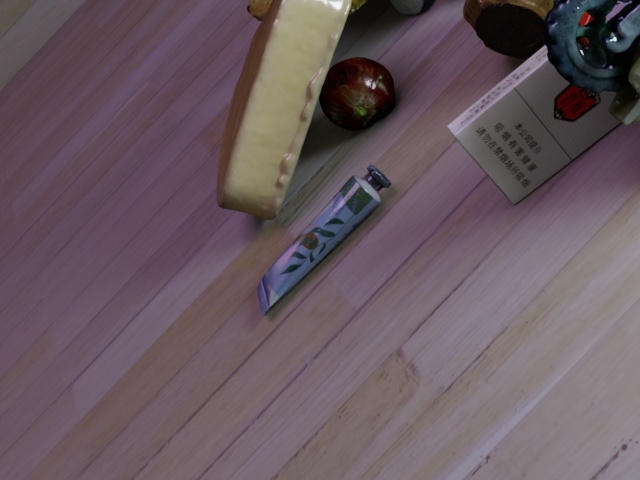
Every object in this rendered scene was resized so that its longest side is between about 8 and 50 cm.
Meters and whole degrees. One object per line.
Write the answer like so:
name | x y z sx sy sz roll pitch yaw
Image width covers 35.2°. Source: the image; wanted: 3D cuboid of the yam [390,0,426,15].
yam | 0.168 -0.464 1.684 0.078 0.078 0.179 -4 52 47

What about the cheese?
cheese | -0.078 -0.204 1.576 0.384 0.104 0.384 -164 90 -78

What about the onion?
onion | 0.052 -0.227 1.540 0.117 0.118 0.118 -47 32 9

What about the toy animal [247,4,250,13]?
toy animal | -0.058 -0.493 1.944 0.255 0.116 0.114 -24 37 33

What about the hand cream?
hand cream | 0.000 0.000 1.415 0.256 0.055 0.088 -47 27 13

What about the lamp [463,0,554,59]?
lamp | 0.282 -0.347 1.354 0.161 0.161 0.185 -7 53 46

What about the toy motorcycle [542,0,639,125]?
toy motorcycle | 0.432 -0.279 1.032 0.410 0.237 0.169 -42 18 13

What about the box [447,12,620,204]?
box | 0.282 -0.163 1.169 0.245 0.139 0.035 -38 32 13

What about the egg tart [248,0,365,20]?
egg tart | 0.033 -0.478 1.727 0.345 0.132 0.345 -39 24 21
